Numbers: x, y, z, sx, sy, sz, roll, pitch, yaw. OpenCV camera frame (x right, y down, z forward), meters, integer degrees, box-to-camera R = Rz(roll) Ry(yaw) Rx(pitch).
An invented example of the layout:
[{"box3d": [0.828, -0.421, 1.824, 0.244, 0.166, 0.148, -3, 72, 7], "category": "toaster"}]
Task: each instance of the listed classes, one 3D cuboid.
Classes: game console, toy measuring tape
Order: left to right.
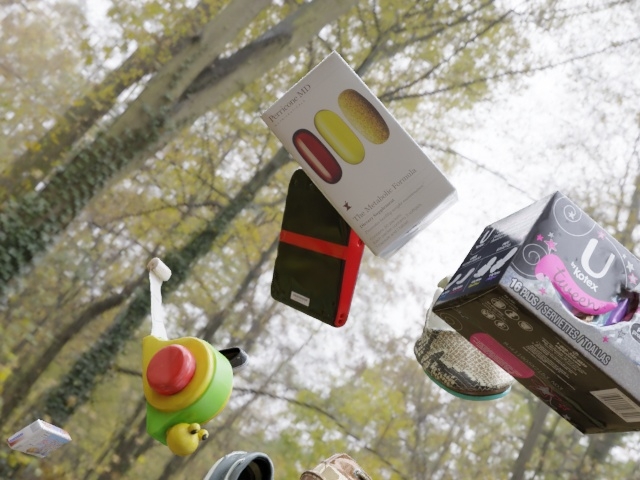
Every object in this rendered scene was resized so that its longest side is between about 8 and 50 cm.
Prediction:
[{"box3d": [-0.185, 0.144, 1.211, 0.122, 0.330, 0.121, -6, -41, -5], "category": "toy measuring tape"}, {"box3d": [0.000, 0.000, 1.981, 0.060, 0.341, 0.386, 8, 3, -25], "category": "game console"}]

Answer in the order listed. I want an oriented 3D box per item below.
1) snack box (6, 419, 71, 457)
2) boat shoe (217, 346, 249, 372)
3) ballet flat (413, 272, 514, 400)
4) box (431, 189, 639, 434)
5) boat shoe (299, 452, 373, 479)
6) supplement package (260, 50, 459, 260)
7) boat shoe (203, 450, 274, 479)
[{"box3d": [-0.507, 0.361, 1.573, 0.022, 0.064, 0.178, 55, -11, 16], "category": "snack box"}, {"box3d": [-0.200, 0.221, 1.567, 0.142, 0.049, 0.040, -14, -44, 5], "category": "boat shoe"}, {"box3d": [0.244, 0.149, 1.544, 0.164, 0.181, 0.483, -1, 2, 3], "category": "ballet flat"}, {"box3d": [0.284, 0.086, 0.974, 0.247, 0.142, 0.163, 38, -23, -7], "category": "box"}, {"box3d": [0.093, 0.351, 0.880, 0.324, 0.120, 0.122, 49, -34, -1], "category": "boat shoe"}, {"box3d": [0.055, -0.109, 1.170, 0.244, 0.139, 0.134, 50, 5, 10], "category": "supplement package"}, {"box3d": [-0.153, 0.440, 1.245, 0.116, 0.319, 0.099, 40, -43, -16], "category": "boat shoe"}]
